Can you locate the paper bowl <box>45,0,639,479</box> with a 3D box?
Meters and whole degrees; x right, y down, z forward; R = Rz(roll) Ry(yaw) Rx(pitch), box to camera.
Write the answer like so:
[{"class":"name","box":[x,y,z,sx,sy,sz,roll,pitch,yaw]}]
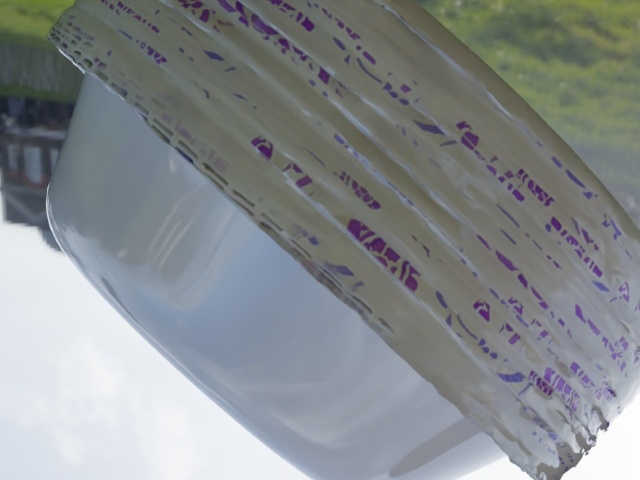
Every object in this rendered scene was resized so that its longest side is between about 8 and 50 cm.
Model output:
[{"class":"paper bowl","box":[0.000,0.000,0.513,0.284,0.148,0.284,41,177,3]}]
